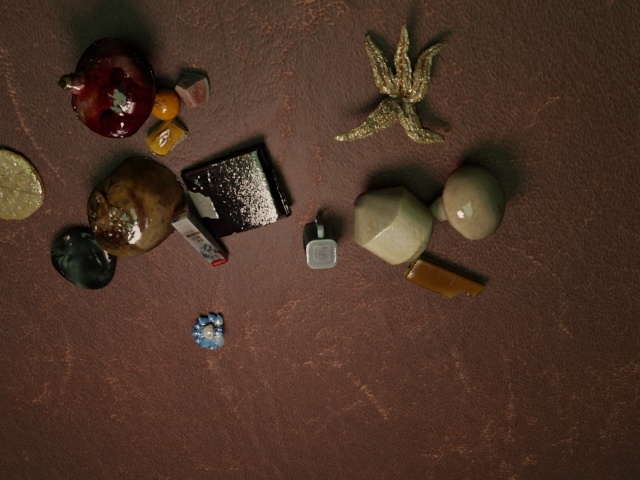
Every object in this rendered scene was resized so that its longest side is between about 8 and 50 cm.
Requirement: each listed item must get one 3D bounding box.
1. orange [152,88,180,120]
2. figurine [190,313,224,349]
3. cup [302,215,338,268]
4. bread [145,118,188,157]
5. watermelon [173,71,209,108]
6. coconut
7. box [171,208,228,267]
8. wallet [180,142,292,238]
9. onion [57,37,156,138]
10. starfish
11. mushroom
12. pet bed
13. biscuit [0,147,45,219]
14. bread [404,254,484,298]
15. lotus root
[{"bbox_3d":[-0.404,-0.353,1.468,0.084,0.083,0.083,1,115,1],"label":"orange"},{"bbox_3d":[-0.354,0.285,1.764,0.114,0.079,0.114,0,89,-1],"label":"figurine"},{"bbox_3d":[0.000,0.000,1.600,0.095,0.129,0.128,-3,112,-5],"label":"cup"},{"bbox_3d":[-0.416,-0.276,1.520,0.106,0.053,0.072,-39,112,12],"label":"bread"},{"bbox_3d":[-0.328,-0.386,1.459,0.092,0.072,0.084,-36,127,12],"label":"watermelon"},{"bbox_3d":[0.186,-0.051,1.533,0.222,0.202,0.202,33,111,-19],"label":"coconut"},{"bbox_3d":[-0.338,-0.003,1.605,0.055,0.039,0.218,-19,137,17],"label":"box"},{"bbox_3d":[-0.236,-0.130,1.578,0.262,0.071,0.220,-16,115,16],"label":"wallet"},{"bbox_3d":[-0.521,-0.366,1.376,0.219,0.252,0.252,-9,124,-42],"label":"onion"},{"bbox_3d":[0.186,-0.397,1.435,0.302,0.084,0.293,1,111,-3],"label":"starfish"},{"bbox_3d":[0.386,-0.099,1.523,0.204,0.204,0.204,1,115,1],"label":"mushroom"},{"bbox_3d":[-0.699,0.054,1.680,0.201,0.053,0.201,0,116,0],"label":"pet bed"},{"bbox_3d":[-0.890,-0.157,1.597,0.220,0.033,0.219,0,115,0],"label":"biscuit"},{"bbox_3d":[0.368,0.117,1.686,0.226,0.049,0.088,24,113,-10],"label":"bread"},{"bbox_3d":[-0.521,-0.080,1.553,0.272,0.192,0.272,4,115,8],"label":"lotus root"}]
